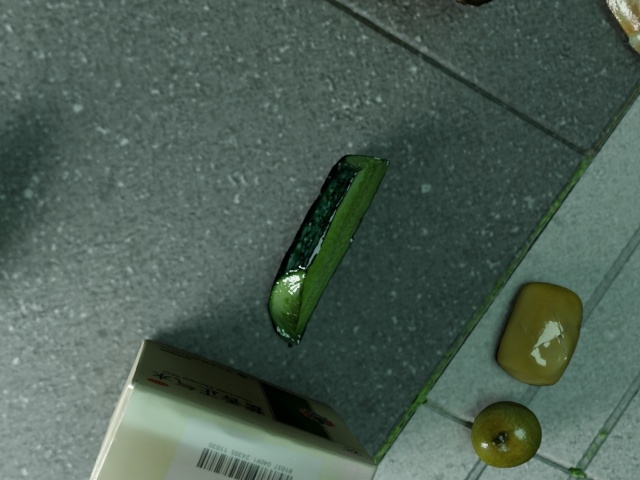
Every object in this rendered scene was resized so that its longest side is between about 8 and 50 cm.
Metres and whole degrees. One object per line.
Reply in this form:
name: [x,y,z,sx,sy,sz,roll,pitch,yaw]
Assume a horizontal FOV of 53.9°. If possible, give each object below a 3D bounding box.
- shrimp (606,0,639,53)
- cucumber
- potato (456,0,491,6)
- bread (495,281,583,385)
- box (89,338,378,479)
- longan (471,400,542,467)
shrimp: [0.364,-0.273,0.692,0.180,0.041,0.099,45,103,-5]
cucumber: [0.000,0.000,0.625,0.046,0.070,0.220,25,85,17]
potato: [0.163,-0.419,0.539,0.397,0.290,0.296,-40,88,-19]
bread: [0.245,0.103,0.684,0.082,0.056,0.115,27,87,-13]
box: [-0.080,0.180,0.559,0.212,0.168,0.095,23,89,-13]
longan: [0.196,0.207,0.667,0.075,0.083,0.075,-3,82,25]
